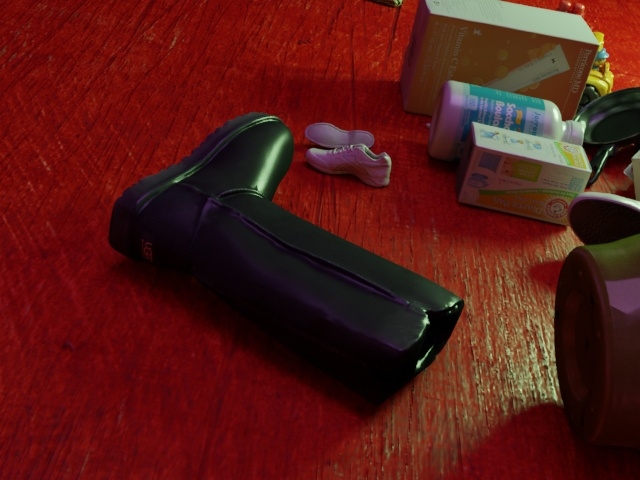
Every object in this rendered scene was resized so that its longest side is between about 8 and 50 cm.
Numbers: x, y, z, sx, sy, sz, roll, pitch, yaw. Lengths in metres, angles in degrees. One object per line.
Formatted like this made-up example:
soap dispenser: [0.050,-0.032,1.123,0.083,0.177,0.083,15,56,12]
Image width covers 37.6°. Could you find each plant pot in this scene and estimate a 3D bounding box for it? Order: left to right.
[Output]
plant pot: [0.477,0.121,1.120,0.352,0.367,0.366,-2,33,-1]

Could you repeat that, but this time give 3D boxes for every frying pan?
frying pan: [0.603,-0.210,1.864,0.197,0.053,0.326,-19,32,19]

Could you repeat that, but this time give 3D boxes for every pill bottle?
pill bottle: [0.338,-0.197,1.719,0.264,0.146,0.146,11,32,-1]

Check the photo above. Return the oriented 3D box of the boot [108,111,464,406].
boot: [-0.001,0.001,1.281,0.445,0.146,0.367,24,43,25]

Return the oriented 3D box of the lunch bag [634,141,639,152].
lunch bag: [0.678,-0.207,1.928,0.065,0.067,0.098,11,33,-1]

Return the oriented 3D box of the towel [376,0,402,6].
towel: [0.152,-0.657,2.495,0.148,0.027,0.110,17,31,9]

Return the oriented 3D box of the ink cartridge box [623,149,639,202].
ink cartridge box: [0.640,-0.124,1.729,0.143,0.090,0.092,0,20,36]

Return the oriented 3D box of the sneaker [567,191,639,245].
sneaker: [0.536,-0.011,1.549,0.290,0.106,0.123,23,28,-3]

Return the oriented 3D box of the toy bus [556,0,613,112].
toy bus: [0.556,-0.410,2.074,0.220,0.212,0.149,17,30,5]

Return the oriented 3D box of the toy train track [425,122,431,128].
toy train track: [0.246,-0.233,1.869,0.083,0.014,0.048,-8,37,-29]

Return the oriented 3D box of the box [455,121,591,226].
box: [0.346,-0.114,1.620,0.203,0.114,0.103,12,31,-2]

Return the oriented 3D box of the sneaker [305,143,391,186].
sneaker: [0.050,-0.141,1.613,0.152,0.061,0.054,14,34,5]

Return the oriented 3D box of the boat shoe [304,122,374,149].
boat shoe: [0.033,-0.181,1.692,0.125,0.038,0.046,5,74,-3]

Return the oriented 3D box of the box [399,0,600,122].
box: [0.355,-0.362,1.922,0.345,0.215,0.168,9,32,-5]
